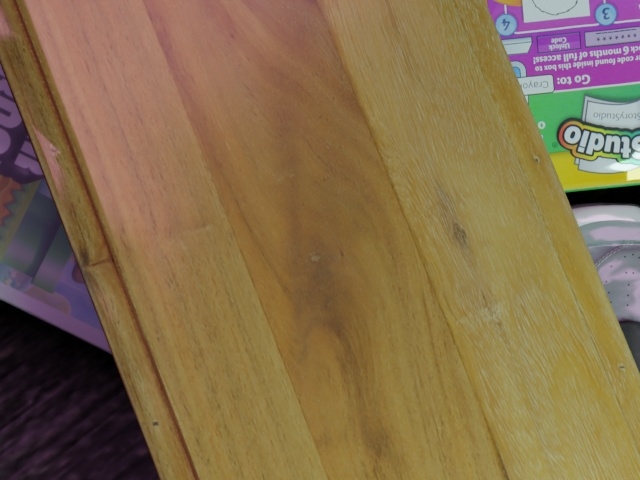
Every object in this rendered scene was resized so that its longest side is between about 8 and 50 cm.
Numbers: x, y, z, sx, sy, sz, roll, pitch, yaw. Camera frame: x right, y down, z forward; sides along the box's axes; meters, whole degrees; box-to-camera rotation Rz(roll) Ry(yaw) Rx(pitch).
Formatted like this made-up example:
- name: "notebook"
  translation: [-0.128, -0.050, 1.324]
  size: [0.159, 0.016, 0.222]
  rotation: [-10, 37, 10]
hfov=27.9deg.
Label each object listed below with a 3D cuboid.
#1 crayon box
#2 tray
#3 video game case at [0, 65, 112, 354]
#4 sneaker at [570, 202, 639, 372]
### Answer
- name: "crayon box"
  translation: [0.086, -0.106, 0.680]
  size: [0.278, 0.081, 0.165]
  rotation: [-6, 98, 0]
- name: "tray"
  translation: [0.000, 0.000, 0.557]
  size: [0.202, 0.076, 0.411]
  rotation: [-21, 84, -10]
- name: "video game case"
  translation: [-0.092, -0.053, 0.627]
  size: [0.285, 0.025, 0.204]
  rotation: [27, 93, -3]
- name: "sneaker"
  translation: [0.212, 0.049, 0.622]
  size: [0.228, 0.086, 0.132]
  rotation: [-4, 59, 15]
